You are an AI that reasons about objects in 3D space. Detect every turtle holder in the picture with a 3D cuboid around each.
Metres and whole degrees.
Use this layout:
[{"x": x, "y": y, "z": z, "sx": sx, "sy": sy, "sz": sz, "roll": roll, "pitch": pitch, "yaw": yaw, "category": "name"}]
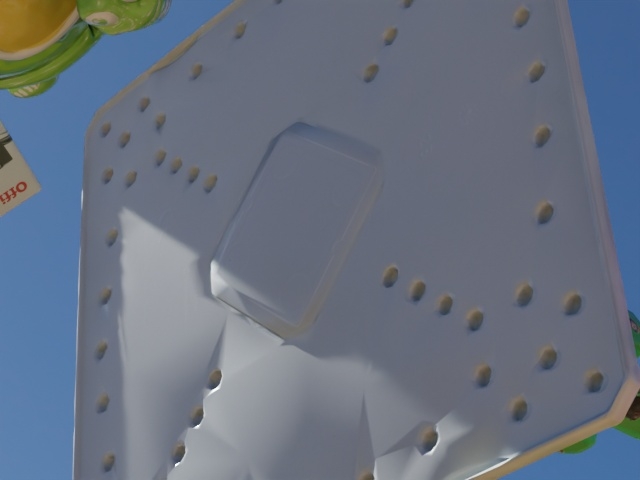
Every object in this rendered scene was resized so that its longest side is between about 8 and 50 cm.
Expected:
[{"x": -0.288, "y": -0.233, "z": 1.348, "sx": 0.243, "sy": 0.320, "sz": 0.227, "roll": -43, "pitch": -16, "yaw": 11, "category": "turtle holder"}]

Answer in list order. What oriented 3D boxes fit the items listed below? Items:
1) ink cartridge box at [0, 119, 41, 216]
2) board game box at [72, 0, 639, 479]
[{"x": -0.450, "y": -0.110, "z": 1.898, "sx": 0.153, "sy": 0.087, "sz": 0.208, "roll": -36, "pitch": -60, "yaw": -12, "category": "ink cartridge box"}, {"x": 0.000, "y": 0.000, "z": 0.898, "sx": 0.050, "sy": 0.390, "sz": 0.390, "roll": 27, "pitch": -45, "yaw": -37, "category": "board game box"}]
